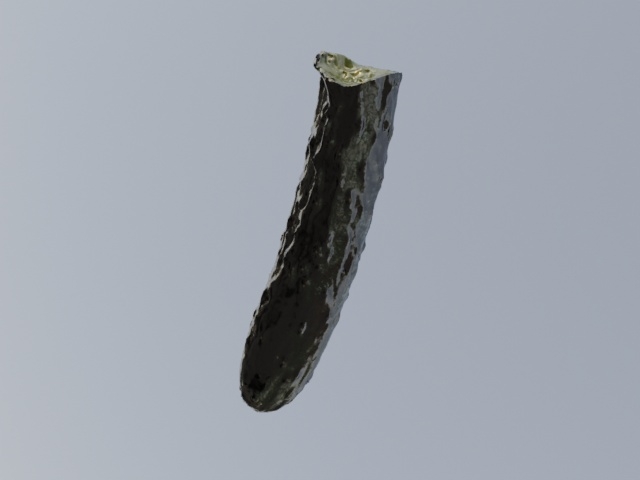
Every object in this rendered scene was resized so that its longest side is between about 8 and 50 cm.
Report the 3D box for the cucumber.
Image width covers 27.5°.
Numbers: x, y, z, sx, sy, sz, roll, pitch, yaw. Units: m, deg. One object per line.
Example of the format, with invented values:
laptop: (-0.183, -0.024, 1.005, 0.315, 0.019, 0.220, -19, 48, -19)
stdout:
cucumber: (0.000, 0.000, 1.072, 0.081, 0.072, 0.304, 15, -85, 17)
